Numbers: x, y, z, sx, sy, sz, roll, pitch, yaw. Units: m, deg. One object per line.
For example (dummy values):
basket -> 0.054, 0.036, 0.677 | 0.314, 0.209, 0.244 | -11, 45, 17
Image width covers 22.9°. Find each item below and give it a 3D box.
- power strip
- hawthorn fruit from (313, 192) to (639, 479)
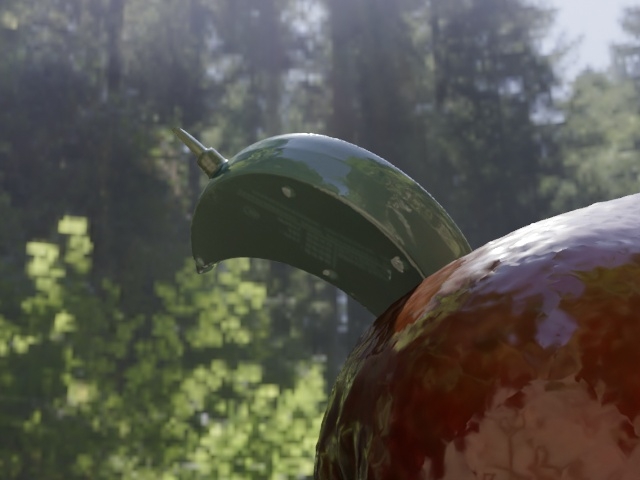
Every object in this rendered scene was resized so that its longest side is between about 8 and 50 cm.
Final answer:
power strip -> 0.000, 0.000, 0.903 | 0.216, 0.044, 0.137 | 29, -39, 17
hawthorn fruit -> 0.149, 0.111, 0.731 | 0.311, 0.295, 0.295 | -24, -35, 8
